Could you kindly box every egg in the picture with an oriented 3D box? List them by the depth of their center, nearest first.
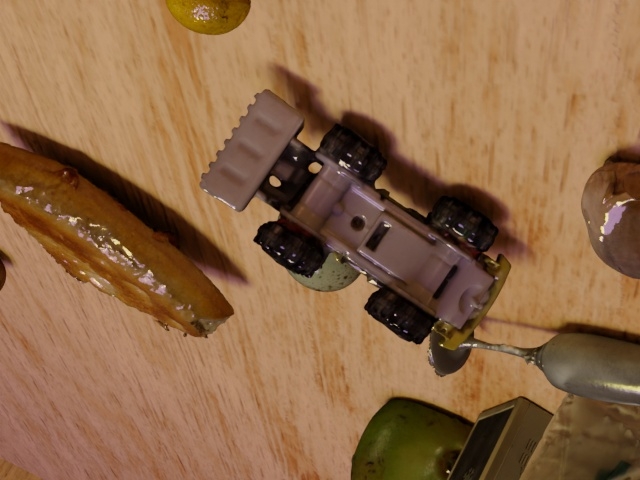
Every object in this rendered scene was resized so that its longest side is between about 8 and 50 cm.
[{"bbox_3d":[0.000,0.000,1.704,0.085,0.085,0.110,9,137,43],"label":"egg"}]

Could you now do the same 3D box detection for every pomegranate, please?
[{"bbox_3d":[0.102,0.294,2.161,0.241,0.159,0.190,19,157,38],"label":"pomegranate"}]

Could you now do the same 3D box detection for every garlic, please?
[{"bbox_3d":[0.252,-0.004,1.387,0.084,0.066,0.152,6,148,42],"label":"garlic"}]

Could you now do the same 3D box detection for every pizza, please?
[{"bbox_3d":[-0.247,-0.001,2.025,0.335,0.086,0.226,35,164,-10],"label":"pizza"}]

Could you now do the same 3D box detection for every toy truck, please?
[{"bbox_3d":[0.032,-0.015,1.569,0.286,0.136,0.111,34,180,-11],"label":"toy truck"}]

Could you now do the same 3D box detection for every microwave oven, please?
[{"bbox_3d":[0.219,0.327,1.960,0.194,0.240,0.145,32,159,-9],"label":"microwave oven"}]

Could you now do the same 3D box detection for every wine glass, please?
[{"bbox_3d":[0.227,0.116,1.705,0.262,0.074,0.074,8,151,42],"label":"wine glass"}]

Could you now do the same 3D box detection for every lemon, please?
[{"bbox_3d":[-0.090,-0.193,1.401,0.083,0.062,0.062,14,155,30],"label":"lemon"}]

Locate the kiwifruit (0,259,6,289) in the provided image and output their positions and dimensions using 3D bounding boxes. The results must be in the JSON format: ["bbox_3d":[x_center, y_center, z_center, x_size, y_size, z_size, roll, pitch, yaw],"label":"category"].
[{"bbox_3d":[-0.485,0.034,2.435,0.124,0.075,0.075,26,160,22],"label":"kiwifruit"}]

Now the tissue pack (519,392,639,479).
[{"bbox_3d":[0.402,0.330,1.775,0.297,0.207,0.380,11,153,43],"label":"tissue pack"}]
